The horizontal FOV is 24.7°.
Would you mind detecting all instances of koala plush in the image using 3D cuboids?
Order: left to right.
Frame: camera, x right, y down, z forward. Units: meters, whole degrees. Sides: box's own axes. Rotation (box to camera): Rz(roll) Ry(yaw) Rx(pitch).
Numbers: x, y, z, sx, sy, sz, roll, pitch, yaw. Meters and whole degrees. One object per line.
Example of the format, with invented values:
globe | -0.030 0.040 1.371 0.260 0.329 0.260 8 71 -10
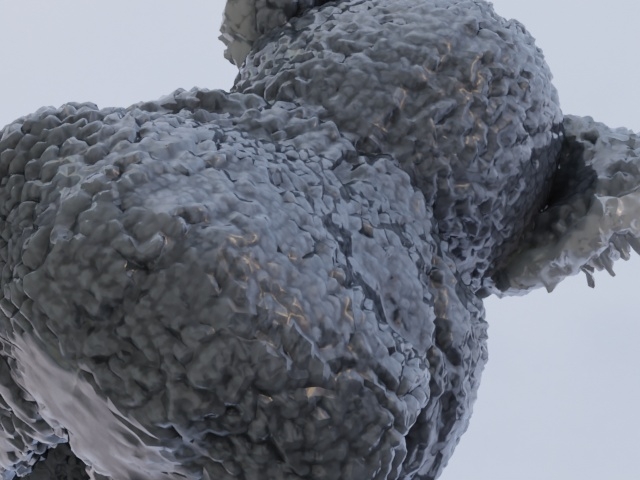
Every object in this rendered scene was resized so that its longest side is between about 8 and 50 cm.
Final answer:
koala plush | 0.000 0.000 0.439 0.196 0.203 0.221 39 -120 10
